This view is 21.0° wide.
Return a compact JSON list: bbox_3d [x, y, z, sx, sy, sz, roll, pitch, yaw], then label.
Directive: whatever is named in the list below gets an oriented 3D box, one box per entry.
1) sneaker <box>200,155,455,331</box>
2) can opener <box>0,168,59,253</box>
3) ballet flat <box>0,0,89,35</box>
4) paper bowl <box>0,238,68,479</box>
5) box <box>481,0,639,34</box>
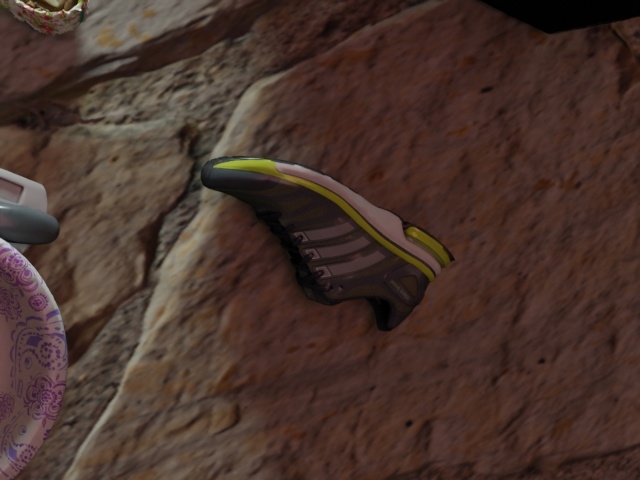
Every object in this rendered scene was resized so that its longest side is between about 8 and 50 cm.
[{"bbox_3d":[0.000,0.000,1.837,0.300,0.111,0.121,27,83,-19],"label":"sneaker"},{"bbox_3d":[-0.385,-0.062,1.668,0.283,0.095,0.076,22,80,-29],"label":"can opener"},{"bbox_3d":[-0.327,-0.289,1.706,0.241,0.077,0.091,30,79,-20],"label":"ballet flat"},{"bbox_3d":[-0.391,0.110,1.627,0.284,0.148,0.284,-3,98,-21],"label":"paper bowl"},{"bbox_3d":[0.196,-0.535,1.820,0.480,0.297,0.472,23,82,-22],"label":"box"}]
